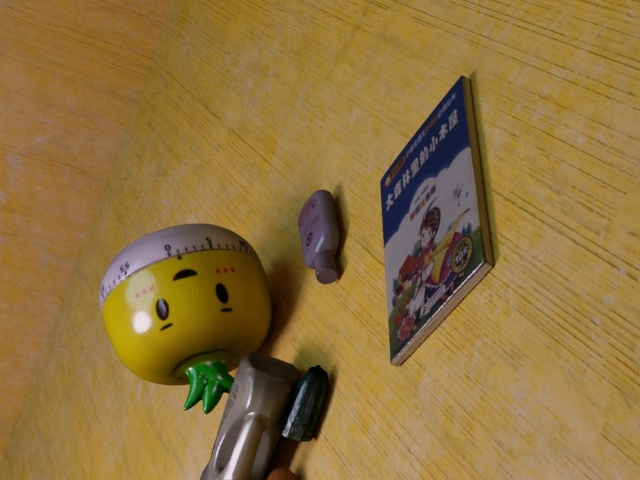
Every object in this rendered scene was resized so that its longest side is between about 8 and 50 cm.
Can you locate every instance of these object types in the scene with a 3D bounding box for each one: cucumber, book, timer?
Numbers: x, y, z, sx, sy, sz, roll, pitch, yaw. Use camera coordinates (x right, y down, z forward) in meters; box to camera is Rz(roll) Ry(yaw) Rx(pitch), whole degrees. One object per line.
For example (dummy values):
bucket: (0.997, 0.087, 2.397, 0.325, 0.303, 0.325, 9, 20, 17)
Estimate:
cucumber: (-0.016, 0.221, 2.086, 0.105, 0.048, 0.048, -68, 22, 3)
book: (0.139, -0.028, 1.946, 0.228, 0.018, 0.322, -52, 29, 40)
timer: (-0.190, 0.139, 2.315, 0.285, 0.285, 0.285, -49, 31, 44)

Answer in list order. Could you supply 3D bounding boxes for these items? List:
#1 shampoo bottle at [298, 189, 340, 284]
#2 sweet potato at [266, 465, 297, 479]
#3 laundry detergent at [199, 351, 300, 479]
shampoo bottle: (0.000, 0.000, 2.226, 0.080, 0.040, 0.165, -56, 26, 31)
sweet potato: (-0.058, 0.382, 2.039, 0.056, 0.056, 0.195, -52, 21, 41)
laundry detergent: (-0.108, 0.293, 2.152, 0.181, 0.091, 0.253, -104, 33, -83)
